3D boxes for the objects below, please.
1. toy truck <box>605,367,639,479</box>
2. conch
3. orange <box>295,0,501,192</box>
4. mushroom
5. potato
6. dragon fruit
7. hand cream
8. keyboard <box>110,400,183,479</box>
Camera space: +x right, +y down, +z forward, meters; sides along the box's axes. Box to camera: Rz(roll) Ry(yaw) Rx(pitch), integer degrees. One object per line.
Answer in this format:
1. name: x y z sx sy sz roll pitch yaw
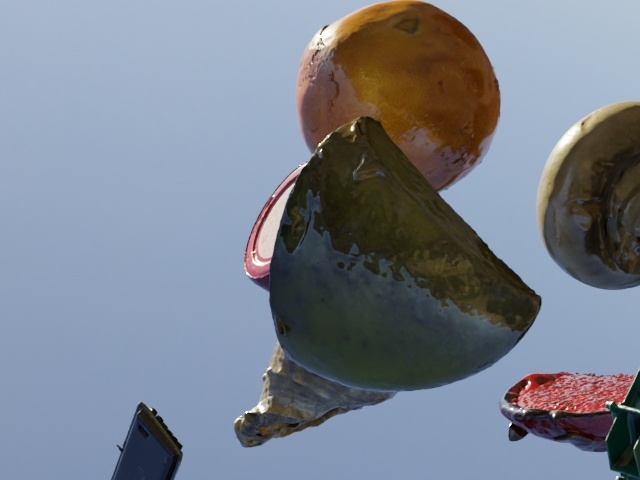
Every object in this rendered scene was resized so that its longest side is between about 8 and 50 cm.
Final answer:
1. toy truck: 0.380 0.172 1.850 0.116 0.216 0.110 34 168 -29
2. conch: 0.003 0.176 2.449 0.210 0.291 0.159 15 -127 -81
3. orange: 0.090 -0.160 2.011 0.240 0.240 0.240 32 -158 -15
4. mushroom: 0.358 -0.047 2.013 0.226 0.226 0.178 25 -169 -30
5. potato: 0.085 0.027 1.686 0.255 0.270 0.112 17 -174 37
6. dragon fruit: 0.393 0.260 2.576 0.282 0.100 0.343 -7 -175 -37
7. hand cream: 0.000 0.000 2.256 0.125 0.193 0.193 30 -157 -23
8. keyboard: -0.214 0.279 2.103 0.025 0.230 0.094 -30 -109 -31
